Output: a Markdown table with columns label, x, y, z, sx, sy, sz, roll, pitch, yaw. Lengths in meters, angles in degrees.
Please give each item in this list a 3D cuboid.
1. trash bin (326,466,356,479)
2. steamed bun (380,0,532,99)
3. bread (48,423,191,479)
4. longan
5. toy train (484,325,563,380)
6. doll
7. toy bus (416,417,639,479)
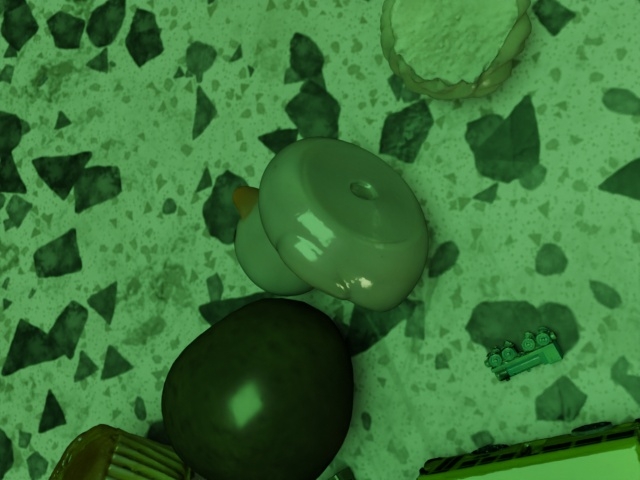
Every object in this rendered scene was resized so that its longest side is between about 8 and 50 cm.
| label | x | y | z | sx | sy | sz | roll | pitch | yaw |
| --- | --- | --- | --- | --- | --- | --- | --- | --- | --- |
| trash bin | 0.031 | 0.342 | 1.115 | 0.061 | 0.043 | 0.092 | -37 | 78 | 16 |
| steamed bun | 0.163 | -0.249 | 1.057 | 0.182 | 0.106 | 0.183 | 0 | 91 | 21 |
| bread | -0.289 | 0.368 | 1.136 | 0.156 | 0.204 | 0.288 | 27 | 107 | -16 |
| longan | -0.070 | 0.186 | 1.078 | 0.245 | 0.215 | 0.246 | -2 | 65 | 5 |
| toy train | 0.240 | 0.136 | 1.048 | 0.092 | 0.029 | 0.045 | -29 | 93 | 22 |
| doll | 0.000 | 0.000 | 1.080 | 0.251 | 0.221 | 0.221 | 35 | 101 | 4 |
| toy bus | 0.236 | 0.286 | 0.974 | 0.262 | 0.150 | 0.128 | -16 | 82 | 19 |
